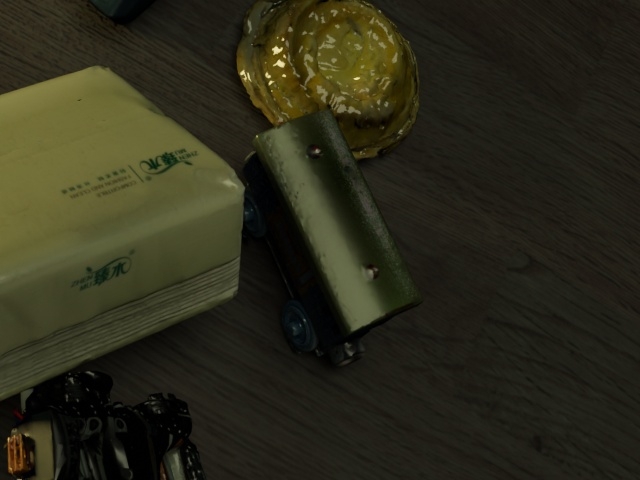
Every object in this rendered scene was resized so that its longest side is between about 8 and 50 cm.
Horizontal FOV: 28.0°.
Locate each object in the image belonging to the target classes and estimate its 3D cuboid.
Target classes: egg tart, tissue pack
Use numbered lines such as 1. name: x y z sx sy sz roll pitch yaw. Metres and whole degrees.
1. egg tart: 0.022 -0.241 1.744 0.279 0.095 0.279 7 67 -18
2. tissue pack: -0.313 -0.012 1.407 0.380 0.207 0.297 -25 50 -34

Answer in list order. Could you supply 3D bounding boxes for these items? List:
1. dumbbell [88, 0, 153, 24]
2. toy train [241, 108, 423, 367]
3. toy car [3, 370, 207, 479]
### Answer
1. dumbbell: -0.327 -0.430 1.651 0.325 0.160 0.144 44 90 -2
2. toy train: 0.000 0.000 1.583 0.131 0.202 0.299 -21 79 -27
3. toy car: -0.225 0.248 1.381 0.301 0.118 0.193 29 46 -55
